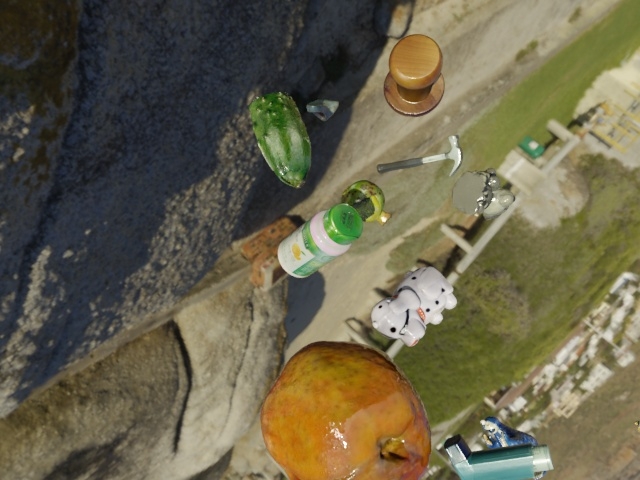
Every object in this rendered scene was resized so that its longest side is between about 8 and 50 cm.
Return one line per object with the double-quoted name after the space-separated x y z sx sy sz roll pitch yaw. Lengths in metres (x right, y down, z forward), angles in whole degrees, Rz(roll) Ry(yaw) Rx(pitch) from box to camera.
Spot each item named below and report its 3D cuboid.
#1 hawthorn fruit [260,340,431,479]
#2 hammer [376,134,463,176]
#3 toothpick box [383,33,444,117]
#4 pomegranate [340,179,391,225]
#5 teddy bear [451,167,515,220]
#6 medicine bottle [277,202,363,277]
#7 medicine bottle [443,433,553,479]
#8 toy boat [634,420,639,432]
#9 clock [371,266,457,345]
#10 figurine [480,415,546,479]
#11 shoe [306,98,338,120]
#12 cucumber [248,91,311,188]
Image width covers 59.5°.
0.072 0.499 1.482 0.472 0.472 0.472 -42 163 -16 "hawthorn fruit"
0.264 -0.207 1.510 0.246 0.103 0.029 -9 -174 34 "hammer"
0.283 -0.493 1.690 0.192 0.192 0.294 -48 170 2 "toothpick box"
0.150 -0.125 1.779 0.143 0.169 0.122 126 -23 -54 "pomegranate"
0.543 -0.158 1.812 0.251 0.171 0.144 1 176 -42 "teddy bear"
0.000 0.000 1.549 0.133 0.133 0.274 -32 178 -42 "medicine bottle"
0.457 0.560 1.446 0.258 0.124 0.079 -14 178 19 "medicine bottle"
0.878 0.442 1.493 0.047 0.049 0.149 45 66 -48 "toy boat"
0.252 0.203 1.627 0.254 0.189 0.189 -29 155 -40 "clock"
0.658 0.689 1.907 0.121 0.262 0.164 -47 -169 -23 "figurine"
0.005 -0.517 2.231 0.195 0.079 0.078 -31 131 -58 "shoe"
-0.110 -0.311 1.663 0.145 0.325 0.105 12 140 -38 "cucumber"
